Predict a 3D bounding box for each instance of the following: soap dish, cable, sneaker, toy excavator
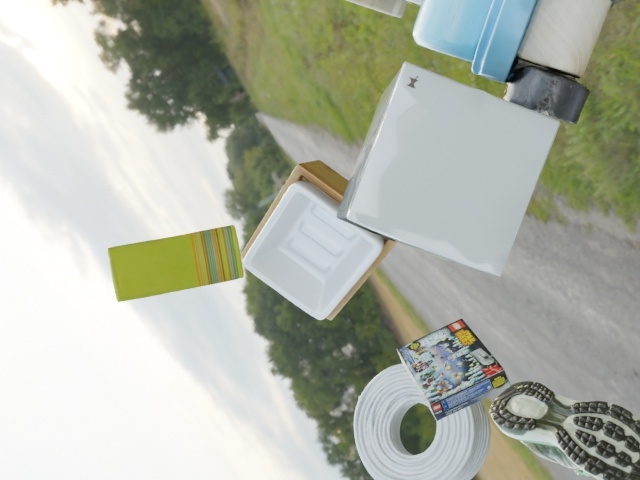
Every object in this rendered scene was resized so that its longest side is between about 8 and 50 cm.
[{"bbox_3d":[0.000,0.000,1.507,0.229,0.291,0.118,36,-137,-1],"label":"soap dish"},{"bbox_3d":[0.188,0.354,1.480,0.089,0.257,0.257,30,-139,-54],"label":"cable"},{"bbox_3d":[0.551,0.426,1.621,0.182,0.158,0.410,51,164,-29],"label":"sneaker"},{"bbox_3d":[0.211,-0.369,1.199,0.445,0.222,0.433,22,-164,8],"label":"toy excavator"}]

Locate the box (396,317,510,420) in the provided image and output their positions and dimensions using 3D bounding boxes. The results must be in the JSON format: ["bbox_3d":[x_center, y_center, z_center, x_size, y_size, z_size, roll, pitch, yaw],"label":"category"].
[{"bbox_3d":[0.154,0.150,0.929,0.137,0.094,0.027,-120,6,-68],"label":"box"}]

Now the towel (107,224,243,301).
[{"bbox_3d":[-0.260,0.041,1.417,0.021,0.237,0.102,-176,76,-68],"label":"towel"}]

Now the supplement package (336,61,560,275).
[{"bbox_3d":[0.149,-0.085,1.025,0.199,0.198,0.262,21,-179,-2],"label":"supplement package"}]
